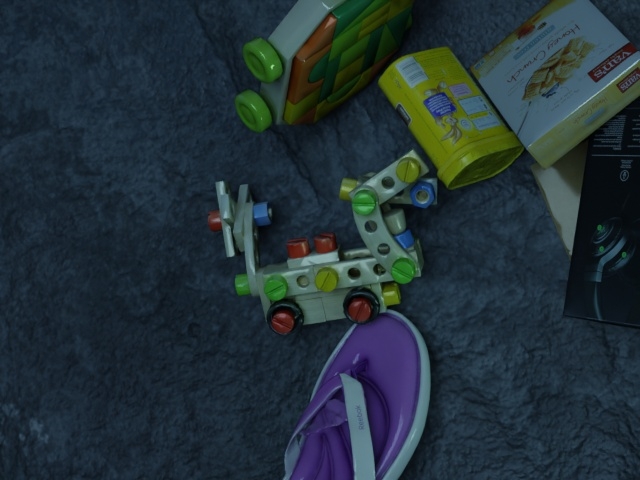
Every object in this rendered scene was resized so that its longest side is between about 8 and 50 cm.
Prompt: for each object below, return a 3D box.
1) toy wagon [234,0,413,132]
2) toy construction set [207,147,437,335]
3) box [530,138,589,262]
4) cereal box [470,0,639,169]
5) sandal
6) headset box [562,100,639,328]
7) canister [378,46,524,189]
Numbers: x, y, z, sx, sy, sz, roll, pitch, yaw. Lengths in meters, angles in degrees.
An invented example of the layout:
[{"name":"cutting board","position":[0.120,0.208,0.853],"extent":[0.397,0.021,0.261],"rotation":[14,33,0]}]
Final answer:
[{"name":"toy wagon","position":[0.022,-0.268,1.773],"extent":[0.267,0.344,0.068],"rotation":[-37,75,-22]},{"name":"toy construction set","position":[0.000,0.000,1.865],"extent":[0.328,0.151,0.215],"rotation":[-4,109,25]},{"name":"box","position":[0.386,-0.061,1.813],"extent":[0.201,0.021,0.164],"rotation":[-24,79,15]},{"name":"cereal box","position":[0.291,-0.204,1.763],"extent":[0.173,0.240,0.047],"rotation":[-39,120,10]},{"name":"sandal","position":[0.016,0.271,1.810],"extent":[0.169,0.102,0.416],"rotation":[15,74,34]},{"name":"headset box","position":[0.423,-0.012,1.657],"extent":[0.246,0.131,0.283],"rotation":[4,85,55]},{"name":"canister","position":[0.164,-0.159,1.840],"extent":[0.170,0.126,0.073],"rotation":[57,136,17]}]
